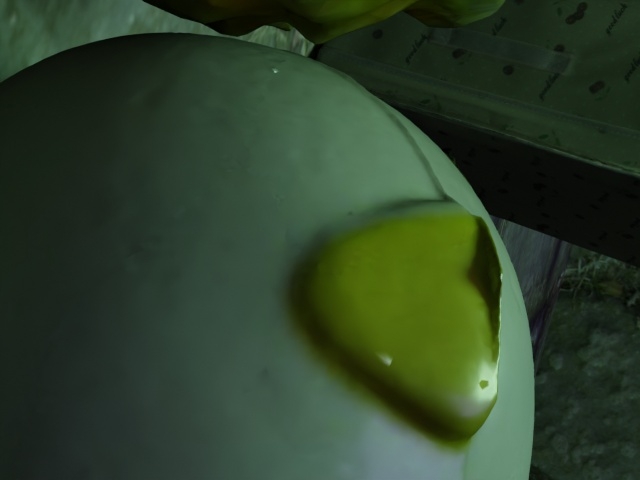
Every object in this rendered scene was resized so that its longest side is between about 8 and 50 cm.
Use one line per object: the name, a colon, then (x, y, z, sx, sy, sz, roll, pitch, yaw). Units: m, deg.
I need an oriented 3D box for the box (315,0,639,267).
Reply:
box: (0.173, -0.129, 1.036, 0.190, 0.297, 0.225, -66, 160, -13)

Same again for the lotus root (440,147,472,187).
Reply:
lotus root: (0.000, 0.000, 0.880, 0.275, 0.160, 0.151, -18, 136, -50)

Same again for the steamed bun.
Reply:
steamed bun: (-0.071, 0.094, 0.546, 0.334, 0.334, 0.373, -16, 123, -67)

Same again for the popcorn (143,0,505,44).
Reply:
popcorn: (0.010, -0.242, 0.505, 0.325, 0.290, 0.321, -50, 172, 10)
